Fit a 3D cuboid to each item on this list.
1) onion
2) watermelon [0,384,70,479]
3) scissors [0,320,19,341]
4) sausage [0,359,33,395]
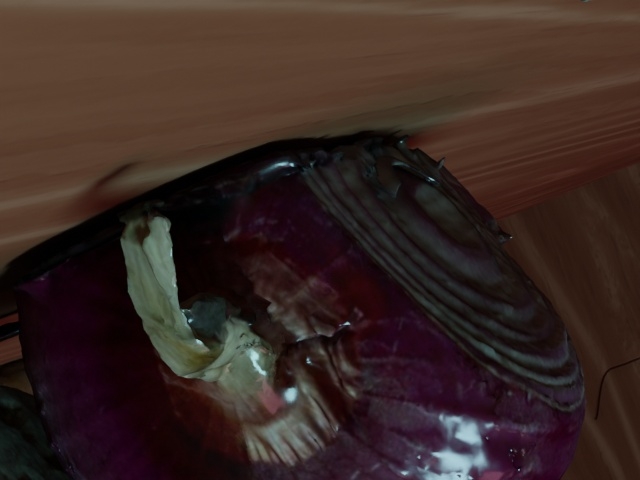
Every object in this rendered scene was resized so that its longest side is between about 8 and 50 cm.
[{"bbox_3d":[-0.008,0.077,0.654,0.272,0.230,0.256,-28,-178,-44],"label":"onion"},{"bbox_3d":[-0.188,0.183,0.631,0.387,0.228,0.258,-34,148,-46],"label":"watermelon"},{"bbox_3d":[-0.245,0.077,0.822,0.317,0.024,0.160,-21,176,-8],"label":"scissors"},{"bbox_3d":[-0.254,0.126,1.310,0.177,0.040,0.047,-17,168,-46],"label":"sausage"}]
